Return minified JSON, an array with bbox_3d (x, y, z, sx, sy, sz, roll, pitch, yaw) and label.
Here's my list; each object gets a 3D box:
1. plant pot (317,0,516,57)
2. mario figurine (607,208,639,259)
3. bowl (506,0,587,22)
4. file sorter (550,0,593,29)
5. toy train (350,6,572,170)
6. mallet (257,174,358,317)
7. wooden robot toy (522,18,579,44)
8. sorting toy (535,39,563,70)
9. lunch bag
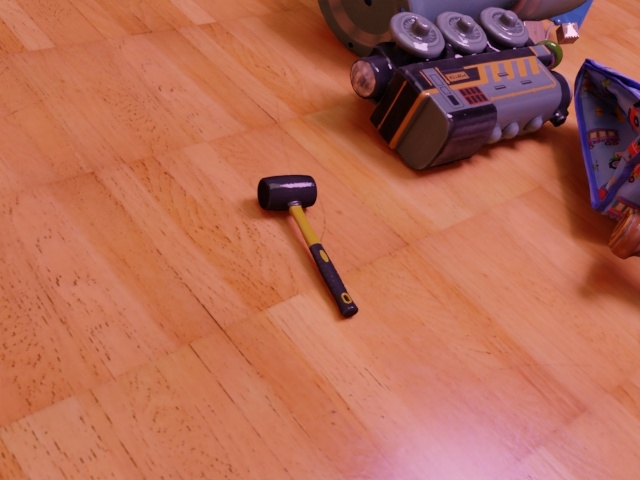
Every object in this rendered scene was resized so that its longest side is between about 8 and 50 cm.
[{"bbox_3d":[0.137,-0.408,1.093,0.272,0.271,0.255,37,60,21],"label":"plant pot"},{"bbox_3d":[0.468,0.047,0.732,0.321,0.198,0.170,36,50,12],"label":"mario figurine"},{"bbox_3d":[0.308,-0.482,1.209,0.312,0.311,0.163,36,60,21],"label":"bowl"},{"bbox_3d":[0.475,-0.506,1.362,0.118,0.170,0.104,27,39,12],"label":"file sorter"},{"bbox_3d":[0.199,-0.206,0.980,0.334,0.142,0.190,-17,64,-35],"label":"toy train"},{"bbox_3d":[0.000,0.000,0.760,0.062,0.039,0.189,-14,54,-33],"label":"mallet"},{"bbox_3d":[0.354,-0.321,1.216,0.173,0.076,0.079,-6,81,-23],"label":"wooden robot toy"},{"bbox_3d":[0.330,-0.279,1.147,0.102,0.061,0.042,1,39,17],"label":"sorting toy"},{"bbox_3d":[0.455,-0.127,0.960,0.221,0.138,0.293,21,34,-12],"label":"lunch bag"}]
